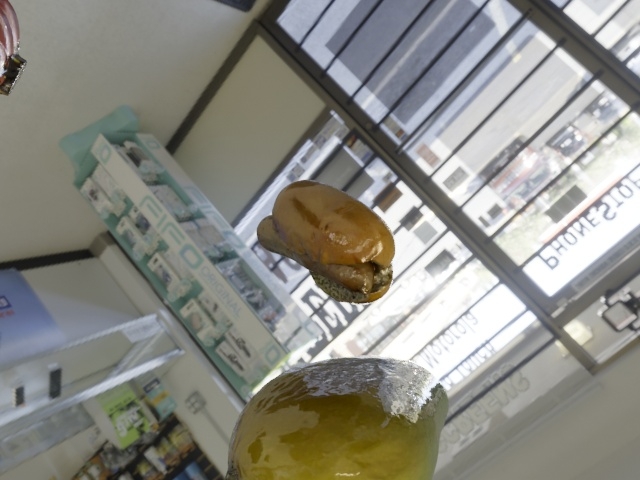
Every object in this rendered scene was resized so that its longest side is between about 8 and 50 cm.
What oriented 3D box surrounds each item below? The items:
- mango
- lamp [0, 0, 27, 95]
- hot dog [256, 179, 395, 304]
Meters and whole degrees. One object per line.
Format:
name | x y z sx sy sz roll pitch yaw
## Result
mango | 0.021 0.137 0.407 0.237 0.137 0.091 2 97 -73
lamp | -0.270 -0.144 0.401 0.107 0.092 0.108 -40 -144 38
hot dog | 0.000 -0.001 0.406 0.060 0.140 0.090 -37 135 -14
